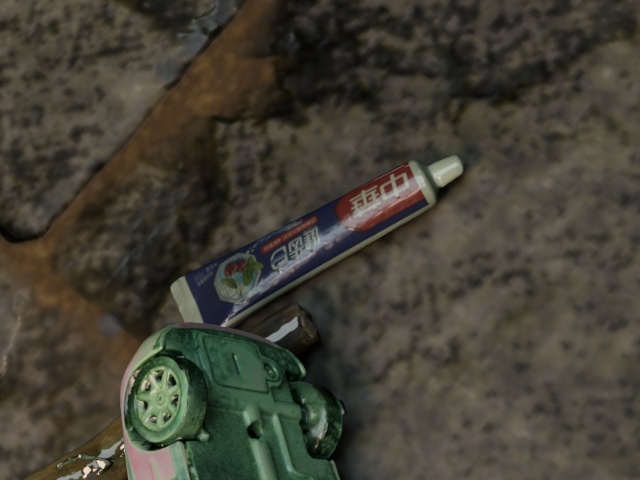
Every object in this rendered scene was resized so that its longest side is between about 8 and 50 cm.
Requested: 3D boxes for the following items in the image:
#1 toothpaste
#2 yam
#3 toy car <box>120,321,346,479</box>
[{"bbox_3d":[0.000,0.000,0.830,0.140,0.021,0.037,-29,55,7],"label":"toothpaste"},{"bbox_3d":[-0.099,0.099,0.811,0.234,0.029,0.027,-36,100,0],"label":"yam"},{"bbox_3d":[-0.026,0.139,0.734,0.076,0.090,0.224,-36,57,32],"label":"toy car"}]
